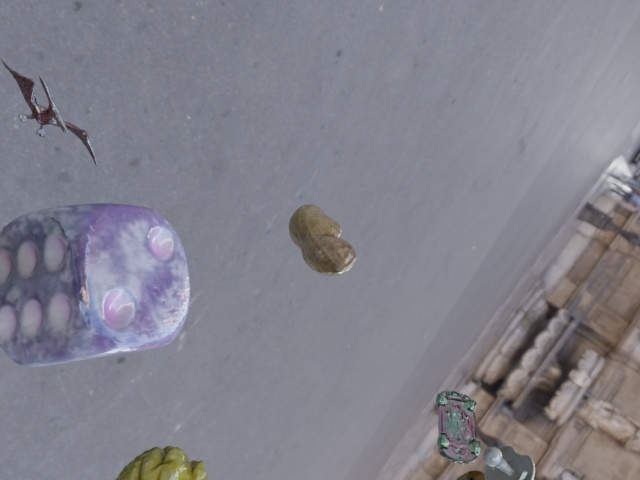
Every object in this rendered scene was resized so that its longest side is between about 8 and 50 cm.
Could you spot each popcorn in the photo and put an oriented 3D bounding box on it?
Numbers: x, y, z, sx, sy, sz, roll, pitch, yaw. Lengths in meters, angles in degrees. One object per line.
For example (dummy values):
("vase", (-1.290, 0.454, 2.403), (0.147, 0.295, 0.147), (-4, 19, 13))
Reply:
("popcorn", (-0.157, 0.272, 0.582), (0.106, 0.116, 0.121), (-101, -146, -77))

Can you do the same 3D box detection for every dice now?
("dice", (-0.429, 0.085, 1.101), (0.271, 0.270, 0.271), (3, 76, -61))

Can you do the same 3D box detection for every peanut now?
("peanut", (0.000, 0.001, 1.212), (0.104, 0.228, 0.086), (-22, 130, -7))

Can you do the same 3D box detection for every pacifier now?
("pacifier", (0.229, 0.291, 0.744), (0.068, 0.064, 0.083), (-51, -165, -11))

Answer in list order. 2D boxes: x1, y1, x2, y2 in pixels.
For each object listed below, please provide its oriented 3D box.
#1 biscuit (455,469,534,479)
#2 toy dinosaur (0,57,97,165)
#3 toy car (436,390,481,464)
("biscuit", (0.274, 0.410, 0.856), (0.035, 0.240, 0.158), (45, 72, -23))
("toy dinosaur", (-0.428, -0.198, 0.909), (0.220, 0.108, 0.032), (51, 53, -35))
("toy car", (0.233, 0.324, 1.008), (0.142, 0.069, 0.055), (-79, 180, -50))
